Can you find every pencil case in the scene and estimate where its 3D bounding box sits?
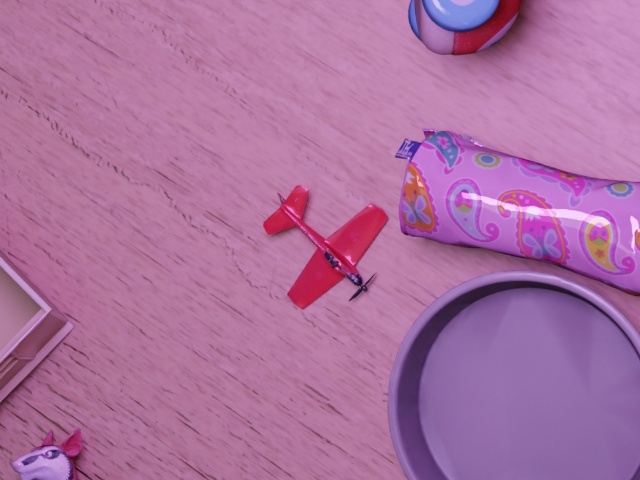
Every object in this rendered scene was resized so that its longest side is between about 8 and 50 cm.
[{"bbox_3d":[0.218,-0.032,1.624,0.284,0.124,0.124,16,99,21],"label":"pencil case"}]

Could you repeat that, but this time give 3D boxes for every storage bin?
[{"bbox_3d":[-0.471,0.090,1.857,0.262,0.123,0.260,44,87,12],"label":"storage bin"}]

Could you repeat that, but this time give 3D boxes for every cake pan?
[{"bbox_3d":[0.215,0.175,1.673,0.293,0.054,0.293,2,94,21],"label":"cake pan"}]

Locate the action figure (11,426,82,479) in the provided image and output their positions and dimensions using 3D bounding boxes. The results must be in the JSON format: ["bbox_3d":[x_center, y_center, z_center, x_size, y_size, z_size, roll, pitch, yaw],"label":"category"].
[{"bbox_3d":[-0.317,0.393,1.823,0.275,0.248,0.370,21,75,-14],"label":"action figure"}]

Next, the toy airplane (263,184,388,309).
[{"bbox_3d":[0.000,0.000,1.758,0.151,0.028,0.151,2,96,22],"label":"toy airplane"}]

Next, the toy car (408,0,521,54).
[{"bbox_3d":[0.206,-0.295,1.585,0.238,0.219,0.210,-5,92,0],"label":"toy car"}]
